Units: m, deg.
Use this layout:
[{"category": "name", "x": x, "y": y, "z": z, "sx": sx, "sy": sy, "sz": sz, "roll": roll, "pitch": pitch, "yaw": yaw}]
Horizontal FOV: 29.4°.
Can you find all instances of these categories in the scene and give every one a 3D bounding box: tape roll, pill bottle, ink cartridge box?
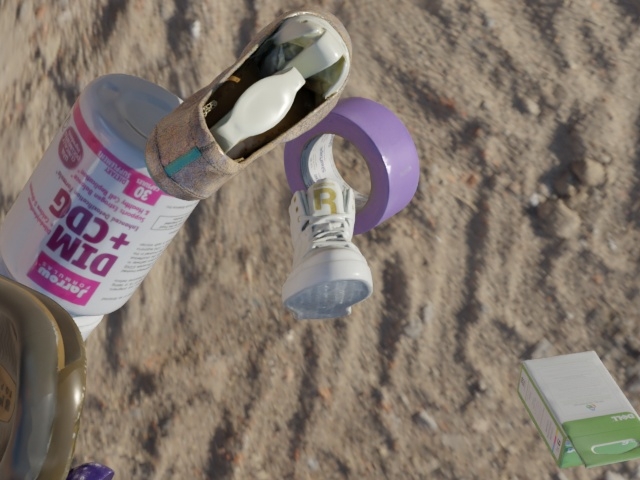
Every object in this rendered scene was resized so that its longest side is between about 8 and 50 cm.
[{"category": "tape roll", "x": 0.044, "y": -0.108, "z": 1.767, "sx": 0.080, "sy": 0.189, "sz": 0.189, "roll": -32, "pitch": 123, "yaw": -46}, {"category": "pill bottle", "x": -0.240, "y": -0.022, "z": 1.292, "sx": 0.160, "sy": 0.160, "sz": 0.283, "roll": 26, "pitch": 120, "yaw": -22}, {"category": "ink cartridge box", "x": 0.346, "y": 0.236, "z": 1.586, "sx": 0.109, "sy": 0.209, "sz": 0.062, "roll": -6, "pitch": 124, "yaw": -13}]

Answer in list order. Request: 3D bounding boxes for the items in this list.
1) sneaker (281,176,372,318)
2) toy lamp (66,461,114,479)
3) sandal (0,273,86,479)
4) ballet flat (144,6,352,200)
[{"category": "sneaker", "x": 0.000, "y": 0.000, "z": 1.493, "sx": 0.108, "sy": 0.292, "sz": 0.169, "roll": -2, "pitch": 81, "yaw": -6}, {"category": "toy lamp", "x": -0.312, "y": 0.146, "z": 1.137, "sx": 0.275, "sy": 0.080, "sz": 0.080, "roll": 40, "pitch": 98, "yaw": 8}, {"category": "sandal", "x": -0.161, "y": 0.042, "z": 0.463, "sx": 0.060, "sy": 0.219, "sz": 0.090, "roll": 2, "pitch": 102, "yaw": -39}, {"category": "ballet flat", "x": -0.035, "y": -0.142, "z": 1.135, "sx": 0.107, "sy": 0.106, "sz": 0.316, "roll": 48, "pitch": 49, "yaw": -11}]
